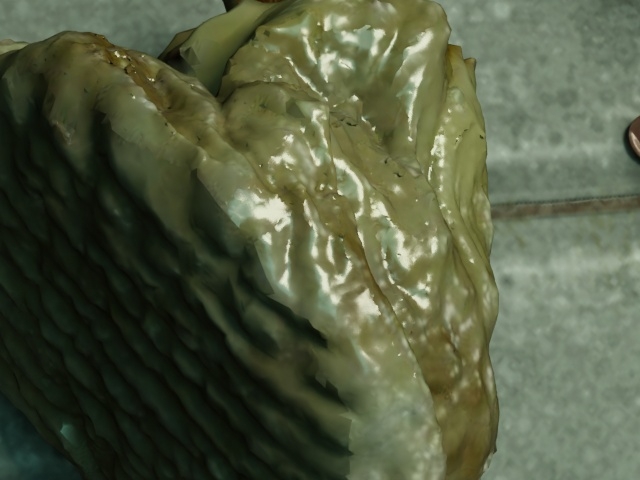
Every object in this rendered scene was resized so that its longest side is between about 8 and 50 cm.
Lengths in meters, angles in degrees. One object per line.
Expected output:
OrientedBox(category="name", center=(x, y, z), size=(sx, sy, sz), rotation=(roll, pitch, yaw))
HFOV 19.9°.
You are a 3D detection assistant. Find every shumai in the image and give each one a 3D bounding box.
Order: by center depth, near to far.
OrientedBox(category="shumai", center=(0.000, 0.000, 0.858), size=(0.314, 0.267, 0.262), rotation=(40, 52, 23))

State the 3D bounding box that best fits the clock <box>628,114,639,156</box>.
OrientedBox(category="clock", center=(0.282, -0.051, 1.028), size=(0.162, 0.093, 0.166), rotation=(-31, 89, -23))
